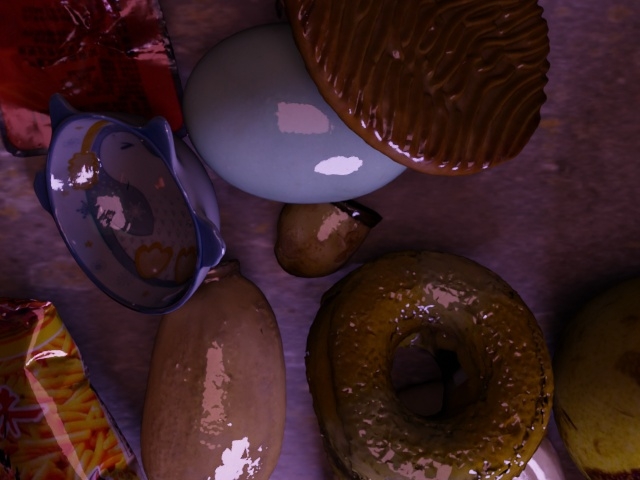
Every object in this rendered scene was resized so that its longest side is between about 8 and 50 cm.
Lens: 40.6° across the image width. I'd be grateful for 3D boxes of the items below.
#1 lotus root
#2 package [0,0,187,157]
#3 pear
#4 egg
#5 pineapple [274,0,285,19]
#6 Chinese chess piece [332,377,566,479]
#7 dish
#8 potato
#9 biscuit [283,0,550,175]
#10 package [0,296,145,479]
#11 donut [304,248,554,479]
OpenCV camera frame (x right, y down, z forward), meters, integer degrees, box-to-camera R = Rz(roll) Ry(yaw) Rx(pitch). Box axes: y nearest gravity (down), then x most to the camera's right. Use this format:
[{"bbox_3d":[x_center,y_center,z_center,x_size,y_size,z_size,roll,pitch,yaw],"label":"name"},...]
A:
[{"bbox_3d":[-0.108,0.170,0.886,0.146,0.131,0.303,5,102,-5],"label":"lotus root"},{"bbox_3d":[-0.239,-0.214,0.822,0.194,0.071,0.269,-2,107,10],"label":"package"},{"bbox_3d":[0.369,0.163,0.864,0.284,0.283,0.283,-1,103,-5],"label":"pear"},{"bbox_3d":[-0.013,-0.118,0.811,0.231,0.168,0.167,5,102,-5],"label":"egg"},{"bbox_3d":[-0.016,-0.303,0.788,0.225,0.076,0.224,-2,93,-36],"label":"pineapple"},{"bbox_3d":[0.140,0.281,0.951,0.258,0.104,0.257,-1,102,-5],"label":"Chinese chess piece"},{"bbox_3d":[-0.161,-0.047,0.828,0.236,0.086,0.227,37,130,18],"label":"dish"},{"bbox_3d":[0.000,0.000,0.894,0.096,0.066,0.103,24,102,-7],"label":"potato"},{"bbox_3d":[0.098,-0.210,0.773,0.318,0.040,0.317,9,75,-35],"label":"biscuit"},{"bbox_3d":[-0.299,0.198,0.878,0.224,0.108,0.288,-19,97,22],"label":"package"},{"bbox_3d":[0.106,0.127,0.845,0.272,0.107,0.271,0,69,0],"label":"donut"}]
